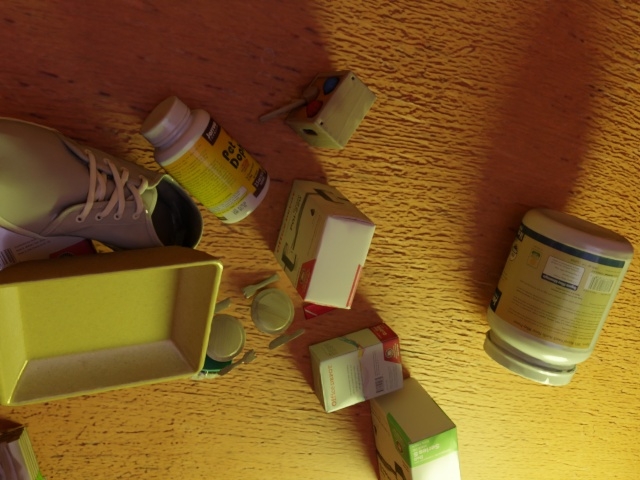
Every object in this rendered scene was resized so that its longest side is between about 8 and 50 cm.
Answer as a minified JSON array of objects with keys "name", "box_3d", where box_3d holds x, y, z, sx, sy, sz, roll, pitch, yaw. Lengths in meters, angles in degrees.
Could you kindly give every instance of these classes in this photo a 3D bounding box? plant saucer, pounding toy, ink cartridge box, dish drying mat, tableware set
[{"name":"plant saucer","box_3d":[-0.340,0.122,1.172,0.332,0.081,0.333,-6,143,-21]},{"name":"pounding toy","box_3d":[-0.007,-0.225,1.278,0.100,0.141,0.130,39,78,-30]},{"name":"ink cartridge box","box_3d":[0.000,0.000,1.308,0.092,0.218,0.159,11,106,-20]},{"name":"ink cartridge box","box_3d":[0.072,0.257,1.524,0.175,0.072,0.127,-14,116,-16]},{"name":"ink cartridge box","box_3d":[-0.471,-0.037,1.155,0.172,0.100,0.237,-24,110,-11]},{"name":"ink cartridge box","box_3d":[0.204,0.464,1.589,0.114,0.198,0.273,-16,115,-15]},{"name":"dish drying mat","box_3d":[0.007,0.131,1.484,0.083,0.008,0.032,-19,116,-14]},{"name":"tableware set","box_3d":[-0.140,0.157,1.402,0.194,0.039,0.128,-26,93,-25]}]

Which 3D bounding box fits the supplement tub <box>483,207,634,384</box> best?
[{"name":"supplement tub","box_3d":[0.479,0.113,1.541,0.228,0.228,0.316,11,106,-25]}]

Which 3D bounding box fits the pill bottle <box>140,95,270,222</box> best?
[{"name":"pill bottle","box_3d":[-0.191,-0.134,1.234,0.117,0.117,0.215,-46,120,0]}]

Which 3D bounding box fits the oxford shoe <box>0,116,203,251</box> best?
[{"name":"oxford shoe","box_3d":[-0.330,-0.070,1.094,0.449,0.130,0.169,27,60,-56]}]

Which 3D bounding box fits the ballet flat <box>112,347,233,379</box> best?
[{"name":"ballet flat","box_3d":[-0.283,0.214,1.372,0.241,0.091,0.077,15,135,-22]}]

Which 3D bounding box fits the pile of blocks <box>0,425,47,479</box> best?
[{"name":"pile of blocks","box_3d":[-0.534,0.502,1.336,0.112,0.149,0.362,-18,117,-15]}]
